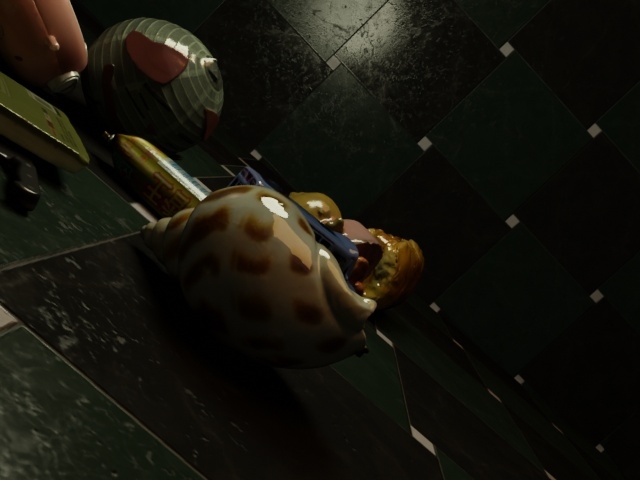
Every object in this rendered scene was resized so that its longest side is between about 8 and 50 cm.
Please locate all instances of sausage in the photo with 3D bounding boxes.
[{"bbox_3d":[-0.168,-0.035,0.984,0.371,0.082,0.082,41,6,6],"label":"sausage"}]

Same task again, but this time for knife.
[{"bbox_3d":[-0.325,-0.093,0.722,0.072,0.019,0.245,33,7,-34],"label":"knife"}]

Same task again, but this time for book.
[{"bbox_3d":[-0.424,-0.203,0.774,0.352,0.035,0.239,34,6,-35],"label":"book"}]

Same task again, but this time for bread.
[{"bbox_3d":[0.156,0.075,1.686,0.149,0.195,0.344,37,7,16],"label":"bread"}]

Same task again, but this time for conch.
[{"bbox_3d":[-0.077,0.033,0.739,0.149,0.182,0.275,-18,38,-32],"label":"conch"}]

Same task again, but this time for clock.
[{"bbox_3d":[-0.437,-0.325,1.022,0.241,0.142,0.227,62,-18,-7],"label":"clock"}]

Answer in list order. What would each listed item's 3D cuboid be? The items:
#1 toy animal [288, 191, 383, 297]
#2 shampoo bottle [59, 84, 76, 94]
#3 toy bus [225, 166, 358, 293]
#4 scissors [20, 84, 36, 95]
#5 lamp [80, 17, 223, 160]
[{"bbox_3d":[0.002,-0.003,1.412,0.281,0.169,0.195,39,-39,29],"label":"toy animal"},{"bbox_3d":[-0.449,-0.287,1.191,0.072,0.043,0.099,39,7,-32],"label":"shampoo bottle"},{"bbox_3d":[-0.040,0.013,1.161,0.292,0.133,0.125,38,6,-27],"label":"toy bus"},{"bbox_3d":[-0.412,-0.202,0.990,0.036,0.006,0.083,41,6,-20],"label":"scissors"},{"bbox_3d":[-0.274,-0.258,1.187,0.233,0.233,0.265,45,0,33],"label":"lamp"}]
